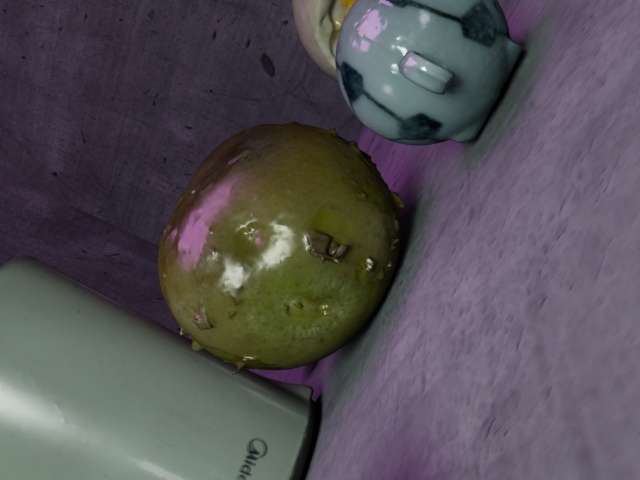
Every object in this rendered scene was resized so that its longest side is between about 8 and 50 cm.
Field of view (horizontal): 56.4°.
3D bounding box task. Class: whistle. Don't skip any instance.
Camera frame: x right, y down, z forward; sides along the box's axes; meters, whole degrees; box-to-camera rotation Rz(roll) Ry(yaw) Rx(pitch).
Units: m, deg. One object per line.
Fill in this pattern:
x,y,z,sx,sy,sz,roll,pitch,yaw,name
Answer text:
0.093,-0.171,0.551,0.290,0.163,0.164,-74,9,-66,whistle

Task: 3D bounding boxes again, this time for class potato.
-0.048,-0.023,0.691,0.269,0.219,0.359,-30,29,9,potato

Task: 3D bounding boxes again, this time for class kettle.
-0.231,0.251,0.633,0.250,0.376,0.361,121,173,-59,kettle

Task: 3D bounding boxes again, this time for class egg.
0.097,-0.390,0.945,0.336,0.278,0.278,-80,15,-55,egg
